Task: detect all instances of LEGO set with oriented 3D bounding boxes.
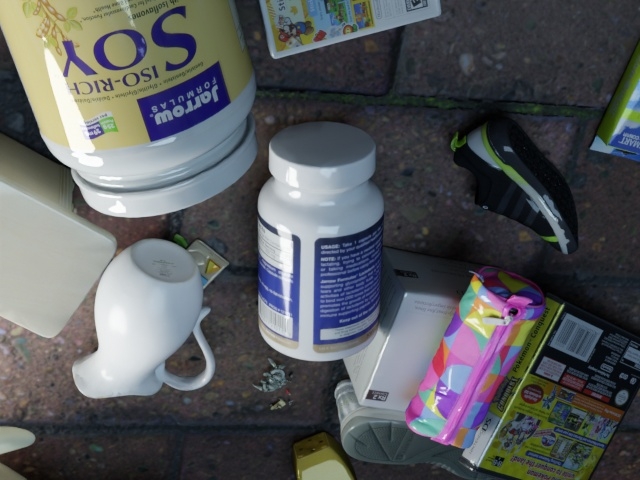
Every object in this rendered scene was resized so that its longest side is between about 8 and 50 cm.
[{"bbox_3d":[-0.057,0.195,1.875,0.054,0.023,0.083,-30,122,5],"label":"LEGO set"}]

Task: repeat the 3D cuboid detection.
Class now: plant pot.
[{"bbox_3d":[0.001,0.313,1.930,0.081,0.081,0.083,-22,112,0],"label":"plant pot"}]

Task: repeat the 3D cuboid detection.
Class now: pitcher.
[{"bbox_3d":[-0.196,0.104,1.734,0.178,0.125,0.207,7,128,-23],"label":"pitcher"}]

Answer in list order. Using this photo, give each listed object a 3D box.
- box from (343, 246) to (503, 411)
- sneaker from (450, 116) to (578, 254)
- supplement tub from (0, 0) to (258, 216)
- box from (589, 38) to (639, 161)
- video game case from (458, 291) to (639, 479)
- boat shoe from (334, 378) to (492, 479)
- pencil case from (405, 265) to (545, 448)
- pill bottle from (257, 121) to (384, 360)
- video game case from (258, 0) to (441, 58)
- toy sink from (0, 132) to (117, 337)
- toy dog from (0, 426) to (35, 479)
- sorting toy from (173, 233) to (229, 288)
[{"bbox_3d":[0.146,0.123,1.826,0.181,0.119,0.181,10,117,-20],"label":"box"},{"bbox_3d":[0.244,-0.066,1.778,0.097,0.084,0.234,-22,125,29],"label":"sneaker"},{"bbox_3d":[-0.203,-0.216,1.466,0.241,0.241,0.331,-18,122,-3],"label":"supplement tub"},{"bbox_3d":[0.424,-0.174,1.763,0.109,0.042,0.178,12,116,-20],"label":"box"},{"bbox_3d":[0.326,0.216,1.883,0.275,0.035,0.248,24,95,-47],"label":"video game case"},{"bbox_3d":[0.173,0.251,1.924,0.321,0.103,0.118,7,131,-19],"label":"boat shoe"},{"bbox_3d":[0.188,0.143,1.719,0.104,0.104,0.236,13,116,-21],"label":"pencil case"},{"bbox_3d":[0.000,0.000,1.696,0.153,0.153,0.264,-5,122,-11],"label":"pill bottle"},{"bbox_3d":[0.021,-0.333,1.579,0.206,0.026,0.227,-15,123,-5],"label":"video game case"},{"bbox_3d":[-0.367,-0.023,1.607,0.234,0.131,0.152,29,110,-22],"label":"toy sink"},{"bbox_3d":[-0.348,0.427,1.828,0.408,0.284,0.395,14,98,-22],"label":"toy dog"},{"bbox_3d":[-0.162,0.027,1.755,0.062,0.012,0.083,-43,121,13],"label":"sorting toy"}]
